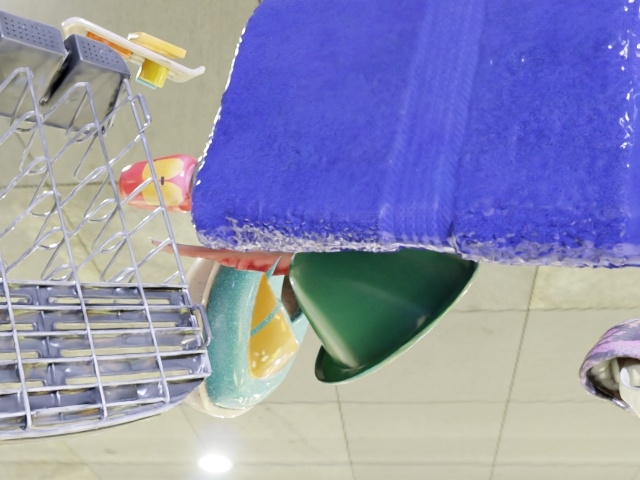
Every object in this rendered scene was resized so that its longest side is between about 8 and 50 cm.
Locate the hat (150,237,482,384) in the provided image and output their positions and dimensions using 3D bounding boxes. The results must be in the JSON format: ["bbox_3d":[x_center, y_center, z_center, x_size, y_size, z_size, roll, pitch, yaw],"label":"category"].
[{"bbox_3d":[0.000,0.000,0.587,0.183,0.208,0.173,49,171,-10],"label":"hat"}]

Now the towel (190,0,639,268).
[{"bbox_3d":[0.072,-0.086,0.484,0.308,0.228,0.076,2,155,27],"label":"towel"}]

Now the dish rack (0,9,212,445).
[{"bbox_3d":[-0.171,-0.020,0.381,0.208,0.272,0.074,6,144,-47],"label":"dish rack"}]

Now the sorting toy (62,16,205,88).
[{"bbox_3d":[-0.279,-0.264,1.046,0.195,0.047,0.347,18,-177,-19],"label":"sorting toy"}]

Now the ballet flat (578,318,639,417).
[{"bbox_3d":[0.243,0.099,0.383,0.221,0.079,0.077,14,127,50],"label":"ballet flat"}]

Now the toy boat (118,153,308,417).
[{"bbox_3d":[-0.086,0.035,0.763,0.148,0.268,0.318,-1,135,25],"label":"toy boat"}]
